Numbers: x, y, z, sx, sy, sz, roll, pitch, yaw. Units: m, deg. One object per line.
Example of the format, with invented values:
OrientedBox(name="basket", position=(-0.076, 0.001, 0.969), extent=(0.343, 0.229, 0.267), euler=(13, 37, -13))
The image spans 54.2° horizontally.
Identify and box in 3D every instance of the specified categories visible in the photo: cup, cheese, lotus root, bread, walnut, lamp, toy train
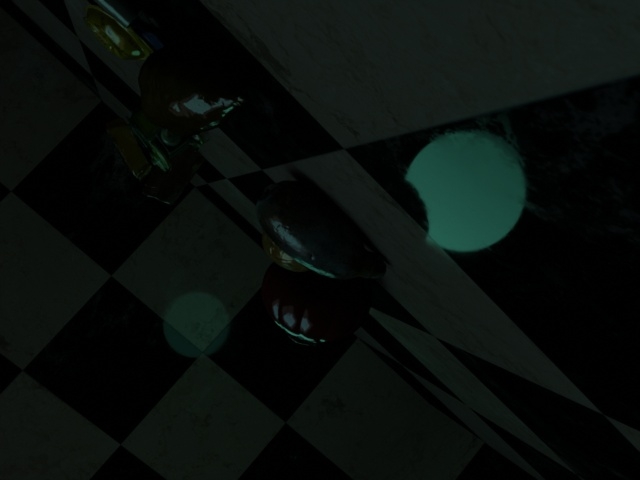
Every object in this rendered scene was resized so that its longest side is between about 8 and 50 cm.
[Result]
OrientedBox(name="cup", position=(-0.368, -0.428, 1.127), extent=(0.083, 0.054, 0.075), euler=(42, 171, -21))
OrientedBox(name="cheese", position=(-0.388, -0.413, 1.269), extent=(0.250, 0.064, 0.156), euler=(25, 165, 31))
OrientedBox(name="lotus root", position=(0.000, 0.000, 1.350), extent=(0.322, 0.140, 0.158), euler=(41, 172, -14))
OrientedBox(name="bread", position=(-0.536, -0.256, 1.764), extent=(0.188, 0.065, 0.103), euler=(65, 168, -17))
OrientedBox(name="walnut", position=(-0.063, -0.007, 1.521), extent=(0.206, 0.159, 0.159), euler=(34, 169, 47))
OrientedBox(name="lamp", position=(-0.011, 0.148, 1.697), extent=(0.302, 0.257, 0.303), euler=(14, -165, -4))
OrientedBox(name="toy train", position=(-0.439, -0.305, 1.766), extent=(0.188, 0.159, 0.271), euler=(53, 170, -10))

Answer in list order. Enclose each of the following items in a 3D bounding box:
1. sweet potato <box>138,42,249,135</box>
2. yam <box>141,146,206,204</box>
OrientedBox(name="sweet potato", position=(-0.220, -0.254, 1.044), extent=(0.158, 0.158, 0.369), euler=(45, 169, -24))
OrientedBox(name="yam", position=(-0.518, -0.236, 2.213), extent=(0.128, 0.238, 0.129), euler=(36, 179, -5))
